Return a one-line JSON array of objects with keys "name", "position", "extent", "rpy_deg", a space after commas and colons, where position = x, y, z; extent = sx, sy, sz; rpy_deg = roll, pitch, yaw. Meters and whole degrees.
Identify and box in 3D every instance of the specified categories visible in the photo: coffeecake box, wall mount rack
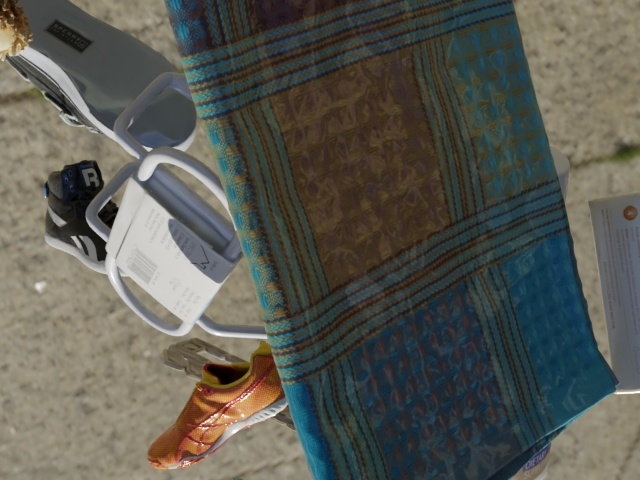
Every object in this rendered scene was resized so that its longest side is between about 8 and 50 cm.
[{"name": "coffeecake box", "position": [0.296, 0.028, 0.922], "extent": [0.185, 0.142, 0.068], "rpy_deg": [-9, 175, 29]}, {"name": "wall mount rack", "position": [-0.070, 0.006, 1.217], "extent": [0.130, 0.304, 0.350], "rpy_deg": [-50, 179, -27]}]

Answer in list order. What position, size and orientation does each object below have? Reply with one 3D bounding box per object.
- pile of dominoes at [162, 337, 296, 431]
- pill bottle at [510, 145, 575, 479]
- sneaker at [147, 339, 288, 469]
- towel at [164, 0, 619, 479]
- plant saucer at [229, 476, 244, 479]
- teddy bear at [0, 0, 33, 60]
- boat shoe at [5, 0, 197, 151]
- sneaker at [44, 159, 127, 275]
[{"name": "pile of dominoes", "position": [-0.097, 0.206, 1.739], "extent": [0.040, 0.251, 0.196], "rpy_deg": [-68, 167, 7]}, {"name": "pill bottle", "position": [0.113, 0.057, 1.003], "extent": [0.153, 0.153, 0.265], "rpy_deg": [-9, 115, -27]}, {"name": "sneaker", "position": [-0.091, 0.141, 1.129], "extent": [0.175, 0.067, 0.064], "rpy_deg": [-37, -173, 26]}, {"name": "towel", "position": [0.060, -0.017, 0.783], "extent": [0.271, 0.040, 0.370], "rpy_deg": [-28, 107, -41]}, {"name": "plant saucer", "position": [-0.036, 0.303, 1.380], "extent": [0.192, 0.018, 0.067], "rpy_deg": [32, 120, -26]}, {"name": "teddy bear", "position": [-0.300, -0.323, 1.128], "extent": [0.113, 0.245, 0.338], "rpy_deg": [-29, 121, -54]}, {"name": "boat shoe", "position": [-0.261, -0.178, 1.480], "extent": [0.113, 0.306, 0.105], "rpy_deg": [-51, 163, -24]}, {"name": "sneaker", "position": [-0.274, -0.035, 1.618], "extent": [0.079, 0.216, 0.121], "rpy_deg": [-22, 119, -44]}]
